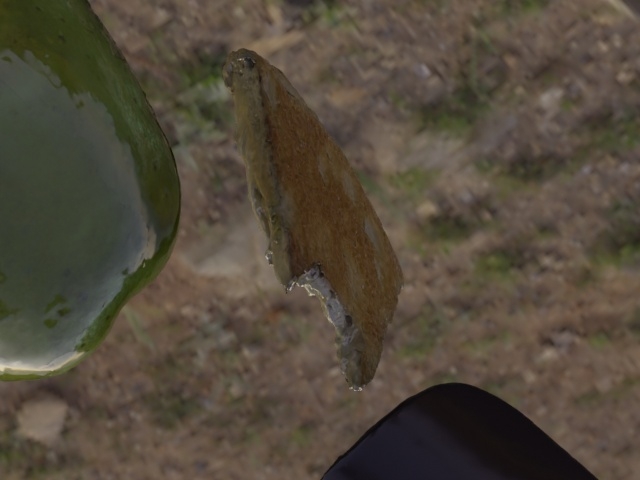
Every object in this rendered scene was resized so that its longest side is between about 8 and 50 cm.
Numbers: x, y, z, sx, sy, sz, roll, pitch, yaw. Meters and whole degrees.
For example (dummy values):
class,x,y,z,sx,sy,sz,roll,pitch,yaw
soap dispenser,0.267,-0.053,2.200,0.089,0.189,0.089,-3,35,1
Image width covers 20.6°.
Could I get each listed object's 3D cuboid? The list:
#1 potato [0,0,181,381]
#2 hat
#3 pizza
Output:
class,x,y,z,sx,sy,sz,roll,pitch,yaw
potato,-0.209,-0.068,0.896,0.216,0.216,0.304,-43,105,13
hat,0.147,0.257,1.129,0.336,0.209,0.238,43,92,-13
pizza,0.000,0.000,1.086,0.034,0.262,0.181,-29,125,16
